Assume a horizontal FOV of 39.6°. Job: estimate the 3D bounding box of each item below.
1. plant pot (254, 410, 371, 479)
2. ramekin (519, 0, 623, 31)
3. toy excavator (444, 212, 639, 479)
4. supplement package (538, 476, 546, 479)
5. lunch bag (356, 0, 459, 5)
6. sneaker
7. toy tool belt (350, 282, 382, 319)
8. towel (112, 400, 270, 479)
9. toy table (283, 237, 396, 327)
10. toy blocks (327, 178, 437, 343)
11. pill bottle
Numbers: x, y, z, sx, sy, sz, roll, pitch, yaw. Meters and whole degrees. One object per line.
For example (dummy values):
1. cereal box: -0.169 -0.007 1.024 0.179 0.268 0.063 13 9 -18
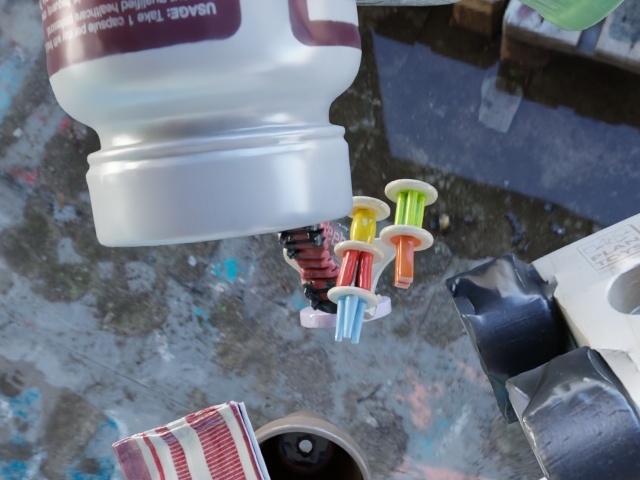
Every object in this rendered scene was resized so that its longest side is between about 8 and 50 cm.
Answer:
1. plant pot: -0.036 0.438 1.715 0.263 0.229 0.263 0 100 1
2. ramekin: 0.234 -0.367 0.836 0.148 0.303 0.303 19 77 -10
3. toy excavator: 0.273 0.170 0.648 0.222 0.433 0.445 -25 110 5
4. supplement package: 0.416 0.529 1.466 0.149 0.194 0.203 -17 103 -28
5. lunch bag: 0.166 -0.595 1.888 0.305 0.212 0.256 -6 31 -23
6. sneaker: 0.000 0.000 1.628 0.098 0.276 0.135 0 41 29
7. toy tool belt: 0.067 0.100 1.570 0.083 0.052 0.051 32 65 -11
8. towel: -0.227 0.435 1.590 0.329 0.037 0.237 -25 82 33
9. toy table: 0.050 0.080 1.828 0.252 0.274 0.161 -5 91 9
10. toy blocks: 0.059 0.025 0.882 0.123 0.054 0.148 -18 56 49
11. pill bottle: -0.090 -0.202 0.635 0.224 0.224 0.392 -6 95 6
